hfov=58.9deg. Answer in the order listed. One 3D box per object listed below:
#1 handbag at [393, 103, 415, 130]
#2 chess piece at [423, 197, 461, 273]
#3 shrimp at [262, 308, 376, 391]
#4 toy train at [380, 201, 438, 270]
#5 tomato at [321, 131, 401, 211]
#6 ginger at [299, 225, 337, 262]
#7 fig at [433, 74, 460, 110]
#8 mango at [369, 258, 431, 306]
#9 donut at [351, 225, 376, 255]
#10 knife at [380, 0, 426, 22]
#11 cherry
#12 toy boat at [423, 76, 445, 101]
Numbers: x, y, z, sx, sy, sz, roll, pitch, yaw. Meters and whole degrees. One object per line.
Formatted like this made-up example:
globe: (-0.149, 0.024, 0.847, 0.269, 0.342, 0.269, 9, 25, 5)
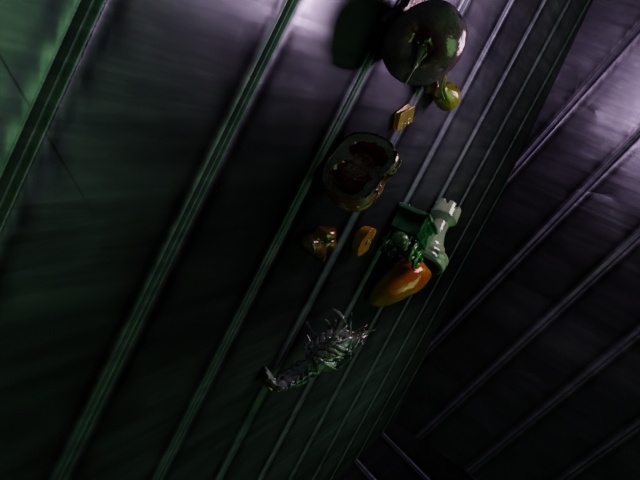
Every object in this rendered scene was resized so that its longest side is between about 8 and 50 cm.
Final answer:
handbag: (0.252, -0.374, 1.723, 0.083, 0.027, 0.061, -39, 148, -35)
chess piece: (0.485, -0.026, 2.384, 0.299, 0.195, 0.194, -61, 157, -21)
shrimp: (-0.002, 0.363, 1.837, 0.411, 0.221, 0.166, -37, 126, -17)
toy train: (0.334, -0.009, 2.140, 0.201, 0.145, 0.266, -62, 156, -5)
tomato: (0.107, -0.163, 1.502, 0.214, 0.181, 0.155, -49, 160, -16)
ginger: (0.000, 0.000, 1.597, 0.103, 0.073, 0.162, -43, 160, -5)
fig: (0.393, -0.488, 1.821, 0.093, 0.093, 0.166, -58, 138, -6)
mango: (0.305, 0.174, 2.278, 0.257, 0.187, 0.138, -37, 105, -24)
donut: (0.141, -0.001, 1.895, 0.097, 0.043, 0.108, -5, 123, -62)
knife: (0.217, -0.592, 1.434, 0.247, 0.018, 0.035, -42, 147, -40)
cherry: (0.256, -0.486, 1.396, 0.213, 0.183, 0.266, -29, -155, 21)
toy boat: (0.352, -0.492, 1.711, 0.071, 0.089, 0.185, -7, 144, -4)
